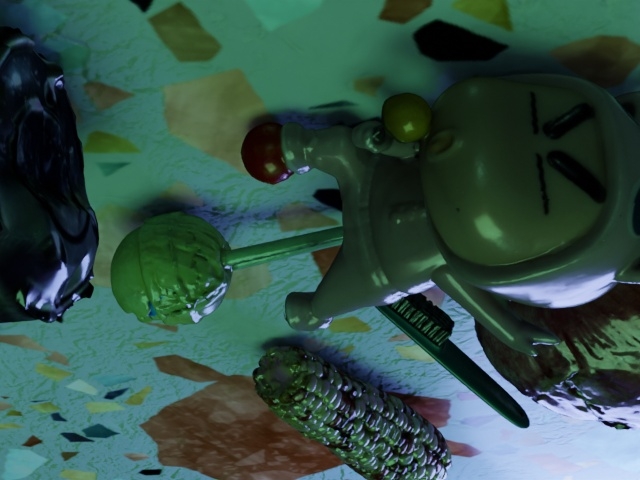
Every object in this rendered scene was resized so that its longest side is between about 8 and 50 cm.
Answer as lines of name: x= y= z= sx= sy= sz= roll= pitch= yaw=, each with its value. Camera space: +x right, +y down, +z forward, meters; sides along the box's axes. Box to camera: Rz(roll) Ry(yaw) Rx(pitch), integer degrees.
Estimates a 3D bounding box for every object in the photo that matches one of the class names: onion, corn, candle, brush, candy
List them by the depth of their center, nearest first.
candle: x=-0.312 y=-0.031 z=0.678 sx=0.330 sy=0.187 sz=0.187 roll=-4 pitch=148 yaw=8
candy: x=0.000 y=0.000 z=0.841 sx=0.335 sy=0.092 sz=0.093 roll=-11 pitch=110 yaw=4
brush: x=0.117 y=0.093 z=0.938 sx=0.193 sy=0.043 sz=0.032 roll=40 pitch=117 yaw=-4
onion: x=0.282 y=0.100 z=0.948 sx=0.283 sy=0.120 sz=0.227 roll=22 pitch=146 yaw=-31
corn: x=0.038 y=0.190 z=1.111 sx=0.092 sy=0.092 sz=0.280 roll=-21 pitch=141 yaw=29

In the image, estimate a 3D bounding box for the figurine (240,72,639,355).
figurine: x=0.086 y=-0.020 z=0.718 sx=0.287 sy=0.176 sz=0.186 roll=-4 pitch=162 yaw=25
